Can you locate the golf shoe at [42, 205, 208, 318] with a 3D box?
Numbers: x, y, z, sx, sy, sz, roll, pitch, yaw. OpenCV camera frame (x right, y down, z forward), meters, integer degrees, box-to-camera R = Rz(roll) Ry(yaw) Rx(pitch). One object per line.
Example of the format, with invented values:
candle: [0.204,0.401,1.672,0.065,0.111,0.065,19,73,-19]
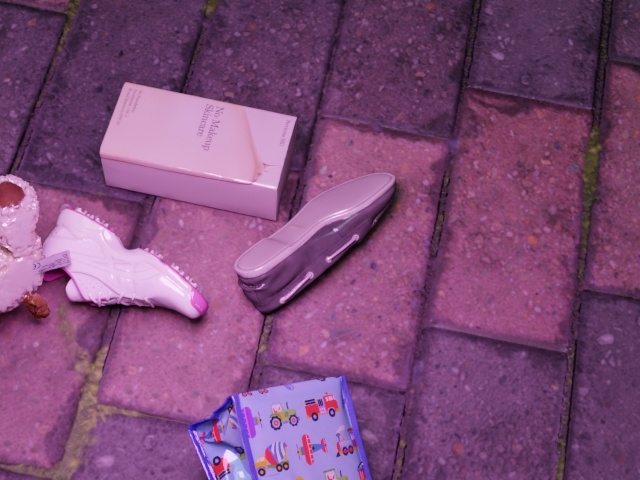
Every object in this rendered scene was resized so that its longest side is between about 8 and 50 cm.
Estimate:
golf shoe: [-0.326,0.067,2.005,0.306,0.115,0.140,28,73,19]

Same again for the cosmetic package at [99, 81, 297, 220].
cosmetic package: [-0.207,-0.153,2.122,0.309,0.113,0.160,10,61,4]

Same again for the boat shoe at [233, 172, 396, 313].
boat shoe: [0.000,0.000,2.071,0.335,0.096,0.112,-34,32,-24]

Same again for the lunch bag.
lunch bag: [-0.029,0.366,1.798,0.221,0.138,0.293,-5,65,-41]

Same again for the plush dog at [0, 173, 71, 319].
plush dog: [-0.545,0.023,1.975,0.262,0.210,0.225,-50,45,-10]
